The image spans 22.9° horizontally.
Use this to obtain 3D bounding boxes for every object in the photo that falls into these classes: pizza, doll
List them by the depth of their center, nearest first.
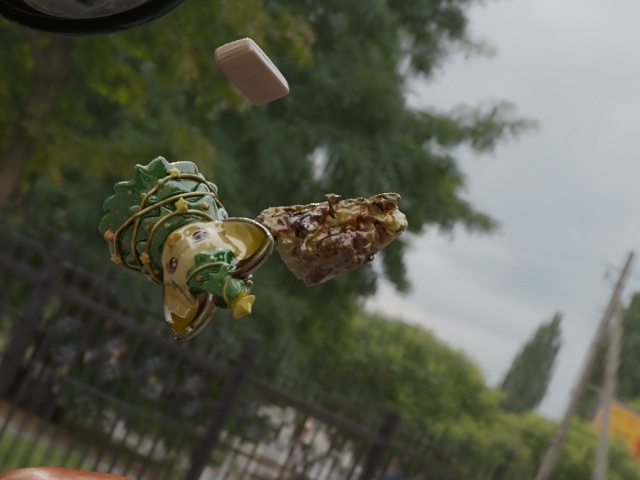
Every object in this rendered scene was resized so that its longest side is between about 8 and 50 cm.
[{"bbox_3d":[-0.066,0.012,0.900,0.113,0.078,0.076,44,1,25],"label":"doll"},{"bbox_3d":[-0.001,0.002,1.680,0.154,0.069,0.194,-28,-20,32],"label":"pizza"}]

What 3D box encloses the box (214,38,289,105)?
[{"bbox_3d":[-0.076,-0.188,1.760,0.048,0.025,0.115,-22,-26,13],"label":"box"}]

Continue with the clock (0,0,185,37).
[{"bbox_3d":[-0.225,-0.278,1.561,0.226,0.049,0.226,-10,-23,-4],"label":"clock"}]

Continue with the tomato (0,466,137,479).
[{"bbox_3d":[-0.154,0.262,0.942,0.255,0.256,0.224,28,-21,-29],"label":"tomato"}]
